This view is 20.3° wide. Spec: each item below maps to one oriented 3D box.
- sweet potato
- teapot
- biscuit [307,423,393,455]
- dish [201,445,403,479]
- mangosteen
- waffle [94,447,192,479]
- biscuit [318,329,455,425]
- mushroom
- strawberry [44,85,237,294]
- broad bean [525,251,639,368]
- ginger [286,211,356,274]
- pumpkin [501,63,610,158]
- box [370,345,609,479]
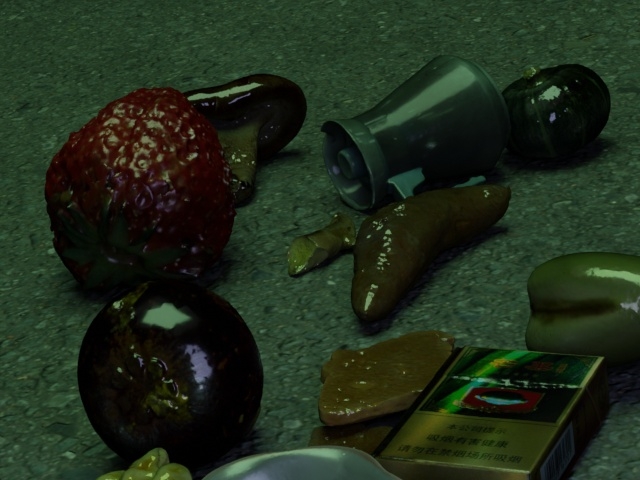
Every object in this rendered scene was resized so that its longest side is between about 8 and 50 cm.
[{"bbox_3d":[0.105,0.000,2.147,0.114,0.092,0.341,23,35,25],"label":"sweet potato"},{"bbox_3d":[0.134,-0.130,2.396,0.225,0.171,0.203,-25,57,-20],"label":"teapot"},{"bbox_3d":[0.035,0.209,1.751,0.119,0.019,0.130,-22,25,-29],"label":"biscuit"},{"bbox_3d":[-0.022,0.270,1.548,0.229,0.081,0.229,-7,26,3],"label":"dish"},{"bbox_3d":[-0.143,0.134,1.810,0.192,0.192,0.217,-4,2,13],"label":"mangosteen"},{"bbox_3d":[-0.211,0.286,1.512,0.261,0.056,0.250,-39,23,1],"label":"waffle"},{"bbox_3d":[0.071,0.145,1.862,0.162,0.035,0.250,4,17,32],"label":"biscuit"},{"bbox_3d":[-0.110,-0.129,2.545,0.227,0.148,0.217,-20,41,-3],"label":"mushroom"},{"bbox_3d":[-0.223,-0.080,2.262,0.250,0.239,0.288,7,50,12],"label":"strawberry"},{"bbox_3d":[0.341,0.065,1.827,0.263,0.121,0.189,-5,-5,-14],"label":"broad bean"},{"bbox_3d":[0.004,0.002,2.250,0.057,0.044,0.137,-14,12,43],"label":"ginger"},{"bbox_3d":[0.318,-0.179,2.464,0.167,0.125,0.167,-2,22,1],"label":"pumpkin"},{"bbox_3d":[0.167,0.183,1.700,0.159,0.071,0.240,0,23,26],"label":"box"}]
